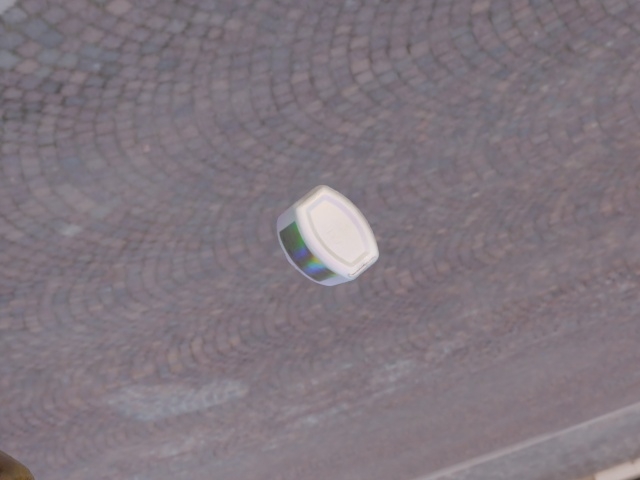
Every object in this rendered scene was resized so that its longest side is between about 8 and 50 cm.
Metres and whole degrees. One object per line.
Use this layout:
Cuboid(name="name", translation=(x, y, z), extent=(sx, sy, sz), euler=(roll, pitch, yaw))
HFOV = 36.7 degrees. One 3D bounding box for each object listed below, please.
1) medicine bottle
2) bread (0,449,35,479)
Cuboid(name="medicine bottle", translation=(0.000, 0.000, 1.223), extent=(0.078, 0.115, 0.219), euler=(-40, -177, -12))
Cuboid(name="bread", translation=(-0.354, 0.256, 0.818), extent=(0.210, 0.341, 0.300), euler=(-60, 164, 13))
